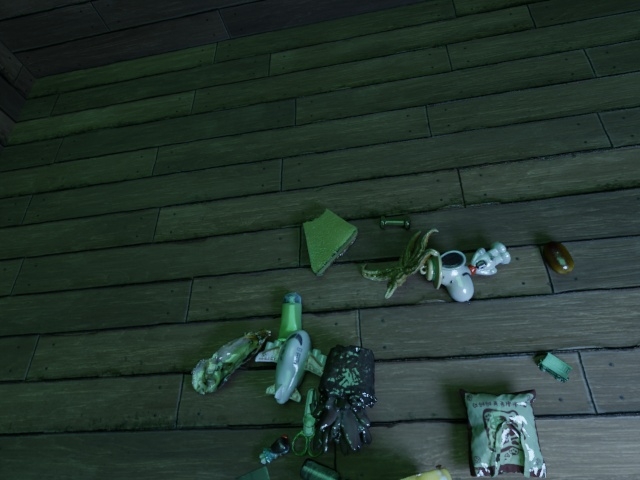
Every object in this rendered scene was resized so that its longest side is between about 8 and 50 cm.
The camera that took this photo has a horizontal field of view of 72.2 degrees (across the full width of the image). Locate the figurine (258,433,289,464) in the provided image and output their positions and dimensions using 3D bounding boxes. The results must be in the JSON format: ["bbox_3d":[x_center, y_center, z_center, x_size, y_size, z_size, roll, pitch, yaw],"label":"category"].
[{"bbox_3d":[-0.146,0.664,1.390,0.105,0.047,0.060,-34,22,1],"label":"figurine"}]

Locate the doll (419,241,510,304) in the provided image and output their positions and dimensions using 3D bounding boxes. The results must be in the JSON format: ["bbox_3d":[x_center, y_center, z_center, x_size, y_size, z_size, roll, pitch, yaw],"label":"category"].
[{"bbox_3d":[0.501,0.081,1.525,0.271,0.144,0.208,-44,81,-9],"label":"doll"}]

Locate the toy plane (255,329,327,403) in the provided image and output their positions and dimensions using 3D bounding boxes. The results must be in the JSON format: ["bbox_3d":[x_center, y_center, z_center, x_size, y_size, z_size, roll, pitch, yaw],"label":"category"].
[{"bbox_3d":[-0.098,0.420,1.474,0.251,0.118,0.252,-6,58,9],"label":"toy plane"}]

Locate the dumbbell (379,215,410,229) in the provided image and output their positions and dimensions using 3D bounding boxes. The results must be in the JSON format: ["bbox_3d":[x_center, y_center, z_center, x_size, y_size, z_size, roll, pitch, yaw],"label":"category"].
[{"bbox_3d":[0.289,-0.069,1.701,0.117,0.046,0.052,1,56,14],"label":"dumbbell"}]

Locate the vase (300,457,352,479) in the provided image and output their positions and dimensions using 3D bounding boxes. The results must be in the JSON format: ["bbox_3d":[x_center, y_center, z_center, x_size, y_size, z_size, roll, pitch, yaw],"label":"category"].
[{"bbox_3d":[0.044,0.717,1.303,0.211,0.060,0.060,15,65,20],"label":"vase"}]

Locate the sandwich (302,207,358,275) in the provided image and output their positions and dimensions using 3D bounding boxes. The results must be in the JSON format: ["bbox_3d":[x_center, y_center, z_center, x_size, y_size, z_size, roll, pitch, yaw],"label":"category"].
[{"bbox_3d":[0.000,0.000,1.727,0.212,0.063,0.245,36,74,32],"label":"sandwich"}]

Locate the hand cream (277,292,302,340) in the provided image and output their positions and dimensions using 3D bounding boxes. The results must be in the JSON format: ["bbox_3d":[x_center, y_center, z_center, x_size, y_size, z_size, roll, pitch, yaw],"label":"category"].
[{"bbox_3d":[-0.106,0.279,1.599,0.095,0.046,0.175,-2,68,7],"label":"hand cream"}]

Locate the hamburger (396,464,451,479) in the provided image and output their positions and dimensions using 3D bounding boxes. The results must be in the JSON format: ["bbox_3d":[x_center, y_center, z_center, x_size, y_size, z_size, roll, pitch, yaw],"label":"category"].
[{"bbox_3d":[0.232,0.706,1.121,0.260,0.303,0.187,-23,54,7],"label":"hamburger"}]

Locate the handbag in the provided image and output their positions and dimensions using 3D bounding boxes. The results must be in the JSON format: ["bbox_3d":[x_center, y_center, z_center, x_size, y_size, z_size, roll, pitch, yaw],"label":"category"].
[{"bbox_3d":[0.519,0.543,1.248,0.212,0.127,0.235,-3,62,10],"label":"handbag"}]

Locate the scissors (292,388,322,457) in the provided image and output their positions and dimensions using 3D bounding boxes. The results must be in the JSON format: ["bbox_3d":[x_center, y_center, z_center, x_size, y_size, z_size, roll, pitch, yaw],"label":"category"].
[{"bbox_3d":[-0.036,0.585,1.416,0.100,0.027,0.205,-1,63,10],"label":"scissors"}]

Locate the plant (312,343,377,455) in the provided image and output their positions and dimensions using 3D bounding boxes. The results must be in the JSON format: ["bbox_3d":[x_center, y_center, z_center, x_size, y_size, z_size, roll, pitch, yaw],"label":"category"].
[{"bbox_3d":[0.078,0.490,1.347,0.181,0.194,0.321,-2,58,17],"label":"plant"}]

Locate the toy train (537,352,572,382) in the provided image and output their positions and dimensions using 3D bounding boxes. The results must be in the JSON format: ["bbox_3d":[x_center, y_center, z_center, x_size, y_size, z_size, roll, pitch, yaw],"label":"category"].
[{"bbox_3d":[0.717,0.388,1.340,0.093,0.038,0.056,34,71,28],"label":"toy train"}]

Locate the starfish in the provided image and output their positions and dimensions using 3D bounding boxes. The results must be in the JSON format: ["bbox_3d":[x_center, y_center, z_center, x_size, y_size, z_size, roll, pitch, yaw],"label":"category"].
[{"bbox_3d":[0.286,0.084,1.552,0.326,0.094,0.375,-27,17,31],"label":"starfish"}]

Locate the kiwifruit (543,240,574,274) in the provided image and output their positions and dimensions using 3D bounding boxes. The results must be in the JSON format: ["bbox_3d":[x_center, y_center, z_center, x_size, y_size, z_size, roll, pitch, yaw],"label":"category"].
[{"bbox_3d":[0.806,0.059,1.487,0.075,0.075,0.125,-19,54,2],"label":"kiwifruit"}]

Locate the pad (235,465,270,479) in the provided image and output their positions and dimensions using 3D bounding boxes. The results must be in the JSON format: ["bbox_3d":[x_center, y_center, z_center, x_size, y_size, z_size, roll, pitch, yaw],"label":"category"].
[{"bbox_3d":[-0.195,0.795,1.349,0.112,0.003,0.157,-24,58,0],"label":"pad"}]

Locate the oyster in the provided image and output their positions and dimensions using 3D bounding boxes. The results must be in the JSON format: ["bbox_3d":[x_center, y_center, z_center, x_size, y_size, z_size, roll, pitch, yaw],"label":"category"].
[{"bbox_3d":[-0.309,0.422,1.546,0.345,0.079,0.129,-37,51,2],"label":"oyster"}]
